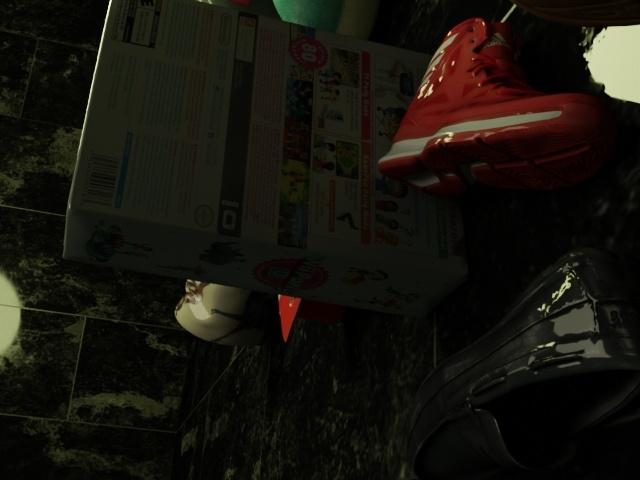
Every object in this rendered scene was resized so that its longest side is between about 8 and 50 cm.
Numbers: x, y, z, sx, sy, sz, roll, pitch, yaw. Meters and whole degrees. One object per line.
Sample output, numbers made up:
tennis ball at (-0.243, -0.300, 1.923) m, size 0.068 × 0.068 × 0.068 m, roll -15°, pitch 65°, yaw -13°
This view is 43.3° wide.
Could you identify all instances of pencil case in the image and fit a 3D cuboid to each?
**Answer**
pencil case at (-0.118, -0.027, 1.248) m, size 0.183 × 0.159 × 0.411 m, roll 37°, pitch 121°, yaw 42°

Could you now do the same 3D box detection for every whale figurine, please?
whale figurine at (0.000, -0.337, 1.044) m, size 0.272 × 0.141 × 0.217 m, roll -128°, pitch 48°, yaw -76°

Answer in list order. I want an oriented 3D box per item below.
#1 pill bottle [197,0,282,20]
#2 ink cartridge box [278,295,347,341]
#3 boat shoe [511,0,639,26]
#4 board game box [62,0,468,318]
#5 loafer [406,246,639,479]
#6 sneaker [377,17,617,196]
pill bottle at (-0.097, -0.424, 1.224) m, size 0.363 × 0.210 × 0.210 m, roll 101°, pitch 172°, yaw -64°
ink cartridge box at (0.000, 0.000, 0.943) m, size 0.231 × 0.077 × 0.134 m, roll -98°, pitch 22°, yaw -51°
boat shoe at (0.177, -0.173, 0.325) m, size 0.277 × 0.098 × 0.096 m, roll 161°, pitch 120°, yaw -65°
board game box at (-0.038, -0.072, 0.669) m, size 0.097 × 0.303 × 0.224 m, roll 122°, pitch 154°, yaw -58°
loafer at (0.107, 0.093, 0.448) m, size 0.223 × 0.076 × 0.078 m, roll 120°, pitch 163°, yaw -46°
sneaker at (0.116, -0.104, 0.538) m, size 0.221 × 0.087 × 0.128 m, roll 1°, pitch 72°, yaw 63°
